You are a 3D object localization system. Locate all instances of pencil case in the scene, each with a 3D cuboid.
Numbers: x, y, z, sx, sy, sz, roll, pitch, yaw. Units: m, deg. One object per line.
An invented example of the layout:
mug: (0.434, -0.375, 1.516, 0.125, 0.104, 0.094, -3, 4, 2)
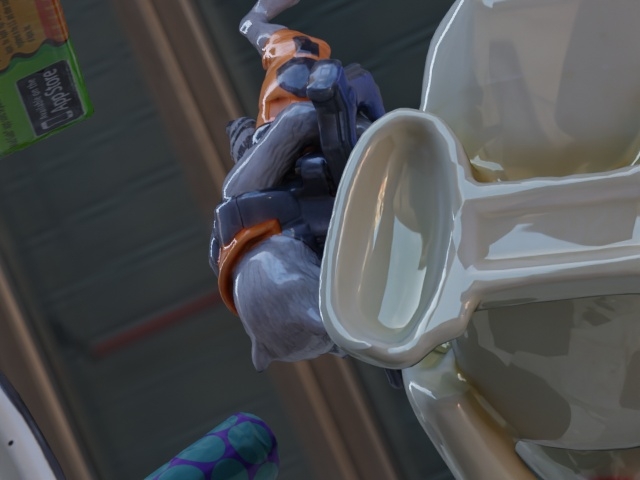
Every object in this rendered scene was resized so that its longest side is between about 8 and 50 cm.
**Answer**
pencil case: (-0.097, 0.187, 1.407, 0.070, 0.064, 0.152, -21, 6, 46)

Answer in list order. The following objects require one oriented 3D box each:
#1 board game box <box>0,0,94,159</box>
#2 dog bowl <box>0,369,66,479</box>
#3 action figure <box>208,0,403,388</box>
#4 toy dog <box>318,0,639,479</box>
board game box: (-0.346, -0.186, 0.787, 0.356, 0.356, 0.356, -26, -15, -8)
dog bowl: (-0.275, 0.186, 0.670, 0.408, 0.408, 0.150, -23, -17, -13)
action figure: (0.000, 0.000, 1.393, 0.178, 0.341, 0.330, -11, 28, 13)
toy dog: (0.171, 0.025, 1.253, 0.284, 0.395, 0.408, -14, -34, 8)
